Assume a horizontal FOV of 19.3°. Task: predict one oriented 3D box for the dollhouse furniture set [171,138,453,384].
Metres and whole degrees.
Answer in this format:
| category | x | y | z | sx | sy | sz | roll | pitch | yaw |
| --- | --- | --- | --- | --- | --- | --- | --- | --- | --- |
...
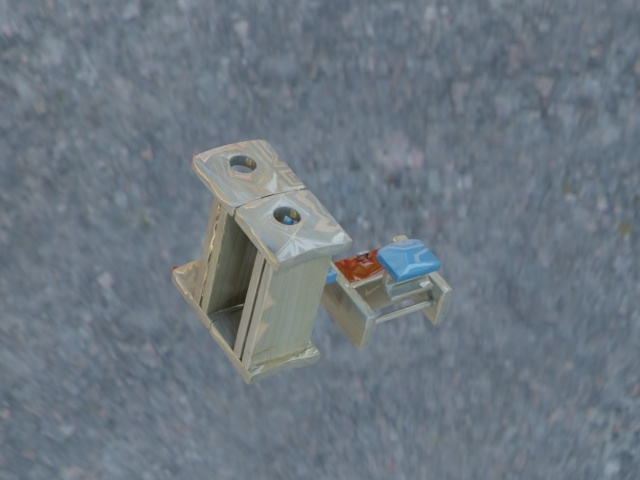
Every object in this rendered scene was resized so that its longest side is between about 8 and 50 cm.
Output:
| category | x | y | z | sx | sy | sz | roll | pitch | yaw |
| --- | --- | --- | --- | --- | --- | --- | --- | --- | --- |
| dollhouse furniture set | 0.000 | 0.000 | 1.441 | 0.184 | 0.129 | 0.129 | -16 | 49 | -31 |
